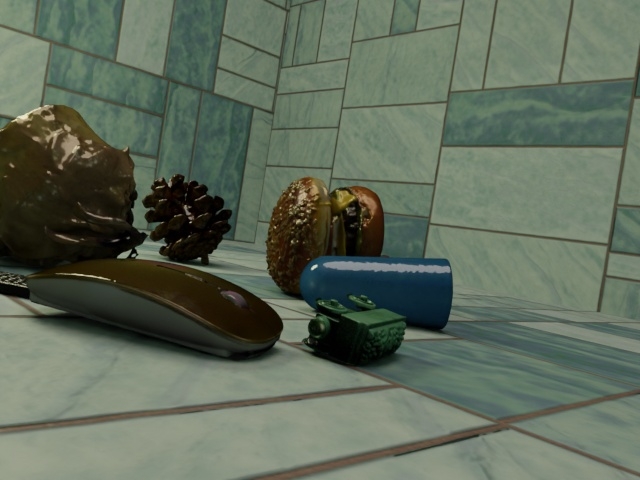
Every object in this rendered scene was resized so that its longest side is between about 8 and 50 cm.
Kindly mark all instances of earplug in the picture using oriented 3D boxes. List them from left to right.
[{"bbox_3d":[0.097,0.088,1.117,0.272,0.133,0.132,5,1,-3],"label":"earplug"}]

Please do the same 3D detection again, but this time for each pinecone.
[{"bbox_3d":[-0.392,-0.067,1.760,0.309,0.244,0.244,51,15,16],"label":"pinecone"}]

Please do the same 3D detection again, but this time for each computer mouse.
[{"bbox_3d":[-0.195,0.066,0.715,0.310,0.072,0.158,13,7,16],"label":"computer mouse"}]

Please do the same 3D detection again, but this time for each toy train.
[{"bbox_3d":[0.048,0.113,0.758,0.099,0.070,0.172,21,7,26],"label":"toy train"}]

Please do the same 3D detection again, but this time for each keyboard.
[{"bbox_3d":[-0.446,0.058,0.848,0.309,0.018,0.101,9,1,11],"label":"keyboard"}]

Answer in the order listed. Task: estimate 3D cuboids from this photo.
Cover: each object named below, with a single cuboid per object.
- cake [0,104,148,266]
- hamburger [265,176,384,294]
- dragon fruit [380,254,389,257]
[{"bbox_3d":[-0.505,-0.060,1.198,0.321,0.332,0.332,46,1,-1],"label":"cake"},{"bbox_3d":[0.000,0.000,1.335,0.225,0.291,0.291,8,1,-19],"label":"hamburger"},{"bbox_3d":[0.130,0.095,1.480,0.142,0.130,0.121,10,33,-36],"label":"dragon fruit"}]
